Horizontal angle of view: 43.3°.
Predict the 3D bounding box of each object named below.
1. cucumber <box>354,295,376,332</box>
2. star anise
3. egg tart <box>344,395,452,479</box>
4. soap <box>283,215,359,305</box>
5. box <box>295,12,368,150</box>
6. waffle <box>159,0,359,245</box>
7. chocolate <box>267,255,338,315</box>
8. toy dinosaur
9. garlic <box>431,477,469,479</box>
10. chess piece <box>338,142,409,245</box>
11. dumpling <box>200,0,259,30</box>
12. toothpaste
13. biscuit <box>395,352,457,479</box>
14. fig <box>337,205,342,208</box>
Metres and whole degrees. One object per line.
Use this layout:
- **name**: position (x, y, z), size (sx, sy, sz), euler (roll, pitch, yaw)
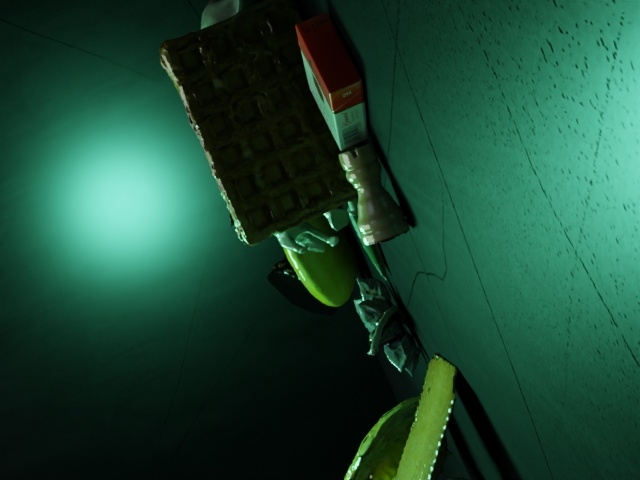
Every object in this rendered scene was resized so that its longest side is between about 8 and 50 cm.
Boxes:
- **cucumber**: position (0.137, 0.199, 2.172), size (0.064, 0.064, 0.112), euler (-128, 12, -81)
- **star anise**: position (0.136, 0.174, 1.617), size (0.230, 0.081, 0.262), euler (65, -171, 0)
- **egg tart**: position (0.175, 0.472, 1.705), size (0.120, 0.315, 0.315), euler (36, 162, 33)
- **soap**: position (0.003, -0.001, 2.103), size (0.306, 0.115, 0.427), euler (61, -161, -17)
- **box**: position (0.016, -0.184, 0.958), size (0.100, 0.048, 0.152), euler (63, 179, 19)
- **waffle**: position (-0.076, -0.169, 1.141), size (0.308, 0.213, 0.091), euler (67, 168, -10)
- **chocolate**: position (-0.011, 0.078, 2.264), size (0.206, 0.177, 0.224), euler (4, 149, 42)
- **toy dinosaur**: position (-0.073, -0.061, 1.286), size (0.393, 0.092, 0.205), euler (38, 170, -38)
- **garlic**: position (0.281, 0.570, 1.613), size (0.245, 0.160, 0.245), euler (28, 137, 29)
- **chess piece**: position (0.065, -0.061, 1.021), size (0.066, 0.066, 0.122), euler (-130, 21, -82)
- **dumpling**: position (-0.176, -0.420, 1.590), size (0.293, 0.163, 0.204), euler (-95, -21, -60)
- **toothpaste**: position (0.086, -0.007, 1.490), size (0.049, 0.031, 0.204), euler (-115, -1, -50)
- **biscuit**: position (0.167, 0.299, 1.268), size (0.237, 0.013, 0.232), euler (153, 135, -87)
- **fig**: position (-0.018, -0.127, 1.407), size (0.154, 0.144, 0.166), euler (-24, -82, -56)
